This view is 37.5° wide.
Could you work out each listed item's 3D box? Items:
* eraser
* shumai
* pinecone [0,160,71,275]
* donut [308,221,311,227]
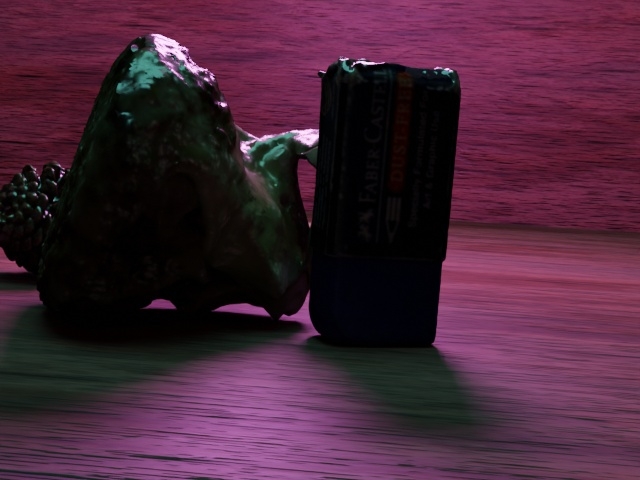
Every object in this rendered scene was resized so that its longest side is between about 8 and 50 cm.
[{"bbox_3d":[0.069,-0.045,1.104,0.155,0.331,0.101,3,6,-15],"label":"eraser"},{"bbox_3d":[-0.155,-0.030,1.188,0.348,0.394,0.395,24,-1,-17],"label":"shumai"},{"bbox_3d":[-0.412,-0.025,1.482,0.179,0.184,0.205,-21,-34,30],"label":"pinecone"},{"bbox_3d":[0.000,0.000,2.036,0.175,0.068,0.174,6,4,0],"label":"donut"}]
